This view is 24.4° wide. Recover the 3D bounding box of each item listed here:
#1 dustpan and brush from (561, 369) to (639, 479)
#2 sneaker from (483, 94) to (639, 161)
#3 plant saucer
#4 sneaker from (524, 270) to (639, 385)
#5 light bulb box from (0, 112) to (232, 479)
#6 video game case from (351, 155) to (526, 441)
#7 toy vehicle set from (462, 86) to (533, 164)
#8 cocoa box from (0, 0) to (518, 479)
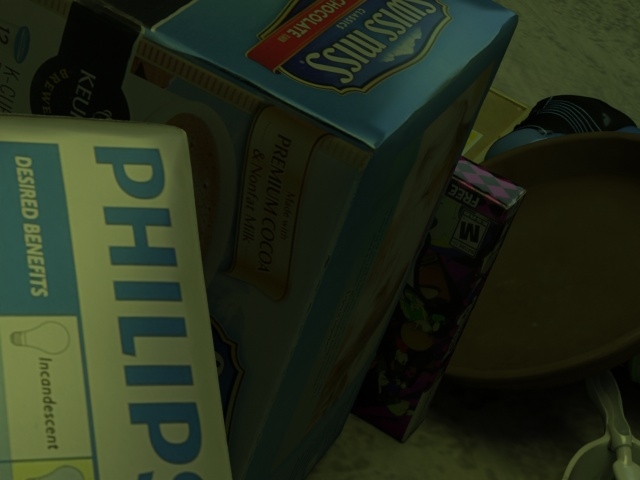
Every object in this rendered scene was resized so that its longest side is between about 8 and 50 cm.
[{"bbox_3d":[0.212,0.167,1.030,0.147,0.060,0.211,7,35,-18],"label":"dustpan and brush"},{"bbox_3d":[0.216,-0.090,1.397,0.232,0.081,0.090,-8,39,-46],"label":"sneaker"},{"bbox_3d":[0.173,0.016,1.124,0.278,0.041,0.278,-17,35,12],"label":"plant saucer"},{"bbox_3d":[0.274,-0.016,1.271,0.182,0.158,0.410,14,26,17],"label":"sneaker"},{"bbox_3d":[-0.231,0.149,0.553,0.361,0.225,0.358,1,67,-27],"label":"light bulb box"},{"bbox_3d":[0.000,0.000,1.025,0.232,0.210,0.042,30,35,14],"label":"video game case"},{"bbox_3d":[0.078,-0.102,1.372,0.166,0.035,0.267,29,34,14],"label":"toy vehicle set"},{"bbox_3d":[-0.073,-0.004,0.864,0.228,0.347,0.231,29,34,12],"label":"cocoa box"}]
